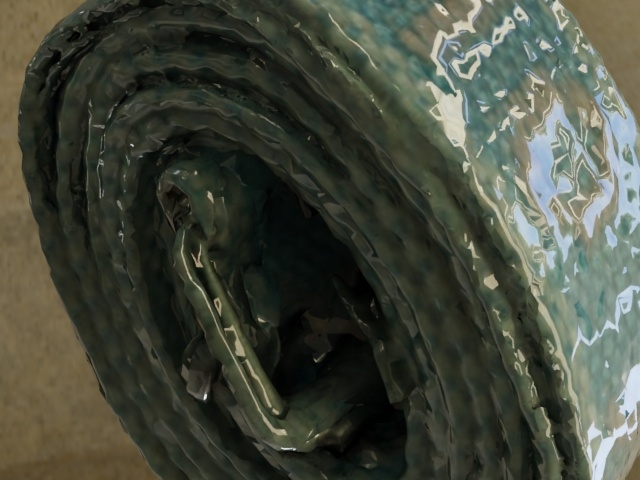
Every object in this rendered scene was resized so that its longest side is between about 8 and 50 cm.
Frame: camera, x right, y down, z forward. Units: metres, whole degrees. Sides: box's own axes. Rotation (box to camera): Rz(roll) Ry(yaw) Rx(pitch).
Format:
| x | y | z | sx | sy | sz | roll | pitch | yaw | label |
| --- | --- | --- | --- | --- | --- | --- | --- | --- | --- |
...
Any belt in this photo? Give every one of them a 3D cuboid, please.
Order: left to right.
| x | y | z | sx | sy | sz | roll | pitch | yaw | label |
| --- | --- | --- | --- | --- | --- | --- | --- | --- | --- |
| 0.004 | 0.008 | 0.368 | 0.163 | 0.082 | 0.147 | 47 | -45 | 0 | belt |
